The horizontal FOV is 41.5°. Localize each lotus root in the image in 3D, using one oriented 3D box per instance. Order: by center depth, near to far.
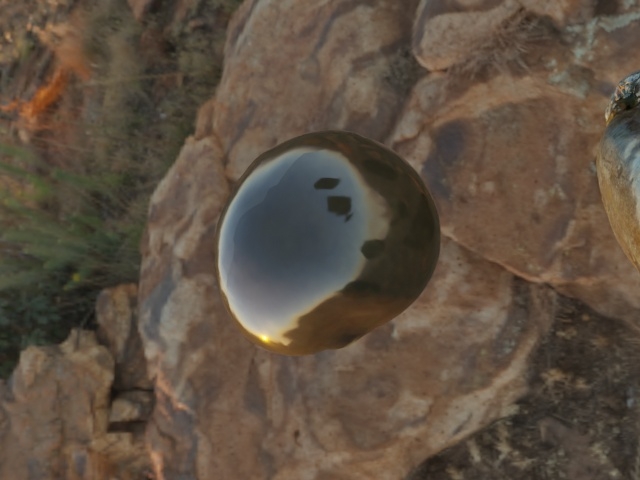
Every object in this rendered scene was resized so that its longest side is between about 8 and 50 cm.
[{"bbox_3d":[0.335,-0.032,0.722,0.175,0.175,0.349,-48,18,33],"label":"lotus root"}]

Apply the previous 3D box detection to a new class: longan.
[{"bbox_3d":[0.000,0.000,0.774,0.220,0.197,0.196,-40,55,22],"label":"longan"}]
